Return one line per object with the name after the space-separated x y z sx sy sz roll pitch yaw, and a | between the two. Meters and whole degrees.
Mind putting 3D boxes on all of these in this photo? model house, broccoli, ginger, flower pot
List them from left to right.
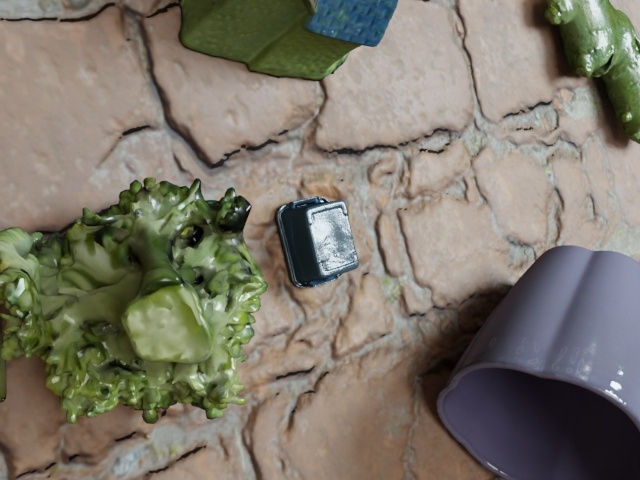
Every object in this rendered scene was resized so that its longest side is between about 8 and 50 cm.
-0.148 0.044 0.665 0.263 0.243 0.247 39 79 -17 | broccoli
-0.016 -0.289 0.820 0.214 0.189 0.195 9 82 -30 | model house
0.302 0.149 0.954 0.265 0.265 0.243 48 49 -19 | flower pot
0.426 -0.268 1.156 0.290 0.089 0.137 43 46 -26 | ginger

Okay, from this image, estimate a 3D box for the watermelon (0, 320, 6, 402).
-0.335 0.067 0.641 0.193 0.137 0.145 -50 145 -26 | watermelon

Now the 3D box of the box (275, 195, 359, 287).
0.000 0.000 0.874 0.074 0.054 0.099 -15 93 -31 | box
